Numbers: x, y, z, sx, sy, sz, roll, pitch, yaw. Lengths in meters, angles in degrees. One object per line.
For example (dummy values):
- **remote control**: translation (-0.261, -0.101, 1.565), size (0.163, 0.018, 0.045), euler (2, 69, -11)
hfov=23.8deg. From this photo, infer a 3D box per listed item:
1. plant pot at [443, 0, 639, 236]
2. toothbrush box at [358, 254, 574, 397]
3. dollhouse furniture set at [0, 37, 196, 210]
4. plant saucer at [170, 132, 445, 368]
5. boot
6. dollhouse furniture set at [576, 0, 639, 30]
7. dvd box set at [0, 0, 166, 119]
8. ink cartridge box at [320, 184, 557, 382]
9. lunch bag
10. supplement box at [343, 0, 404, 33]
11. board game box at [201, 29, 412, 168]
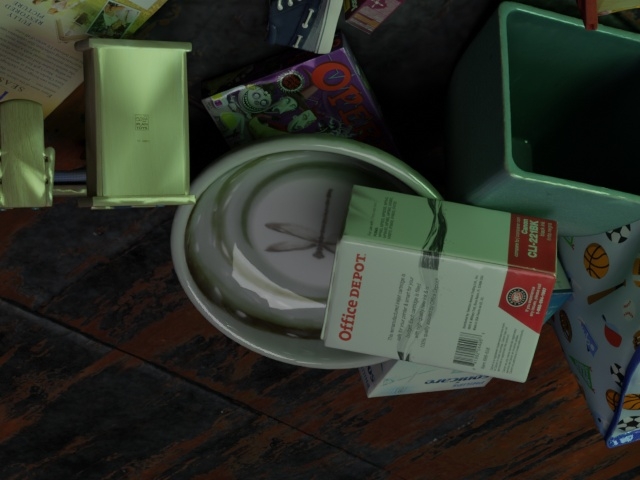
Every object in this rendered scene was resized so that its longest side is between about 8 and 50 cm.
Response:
- **plant pot**: translation (0.286, -0.130, 2.014), size (0.247, 0.247, 0.252), euler (10, 156, -21)
- **toothbrush box**: translation (0.200, 0.107, 2.259), size (0.216, 0.126, 0.295), euler (-2, 149, -28)
- **dollhouse furniture set**: translation (-0.331, -0.137, 1.909), size (0.286, 0.198, 0.303), euler (-2, 180, -32)
- **plant saucer**: translation (0.000, 0.000, 2.066), size (0.401, 0.100, 0.400), euler (5, 130, 5)
- **boot**: translation (-0.018, -0.302, 1.866), size (0.086, 0.069, 0.190), euler (5, 142, -6)
- **dollhouse furniture set**: translation (0.379, -0.431, 1.705), size (0.201, 0.152, 0.374), euler (-9, 138, 2)
- **dvd box set**: translation (-0.376, -0.298, 1.816), size (0.308, 0.062, 0.420), euler (25, 132, -35)
- **ink cartridge box**: translation (0.150, 0.056, 1.948), size (0.273, 0.114, 0.197), euler (10, 131, 1)
- **lunch bag**: translation (0.472, 0.053, 2.187), size (0.239, 0.327, 0.385), euler (-16, 143, -9)
- **supplement box**: translation (0.070, -0.307, 1.886), size (0.043, 0.055, 0.083), euler (22, 133, -31)
- **board game box**: translation (0.004, -0.112, 2.083), size (0.208, 0.056, 0.347), euler (-22, 129, 12)
